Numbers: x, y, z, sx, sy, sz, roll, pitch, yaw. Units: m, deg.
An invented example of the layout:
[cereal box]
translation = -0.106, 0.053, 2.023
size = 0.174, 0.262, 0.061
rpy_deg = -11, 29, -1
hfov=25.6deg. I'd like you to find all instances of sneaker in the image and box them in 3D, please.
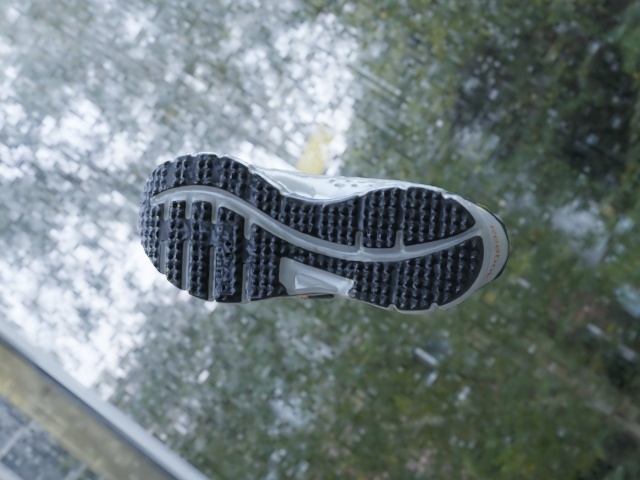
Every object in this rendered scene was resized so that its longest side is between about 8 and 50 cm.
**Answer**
[sneaker]
translation = 0.000, 0.000, 0.380
size = 0.044, 0.109, 0.040
rpy_deg = -1, -79, -62
